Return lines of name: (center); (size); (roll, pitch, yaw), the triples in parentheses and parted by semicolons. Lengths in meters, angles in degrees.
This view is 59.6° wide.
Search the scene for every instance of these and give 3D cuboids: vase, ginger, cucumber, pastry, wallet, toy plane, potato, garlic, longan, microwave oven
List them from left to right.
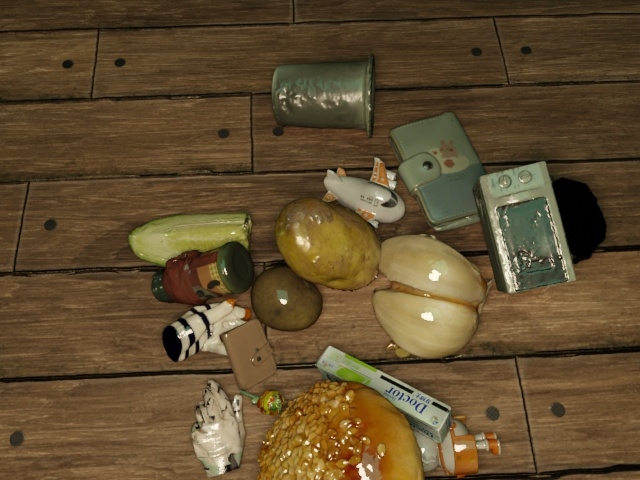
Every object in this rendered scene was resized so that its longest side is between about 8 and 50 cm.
cucumber: (-0.344, -0.001, 1.513); (0.325, 0.145, 0.105); (-3, 30, 1)
wallet: (-0.174, 0.280, 1.385); (0.118, 0.039, 0.152); (-24, 95, -37)
longan: (-0.086, 0.152, 1.417); (0.187, 0.167, 0.167); (17, 68, 4)
potato: (0.000, 0.000, 1.378); (0.229, 0.266, 0.229); (-10, 69, 28)
vase: (0.013, -0.418, 1.634); (0.291, 0.245, 0.245); (1, 67, 6)
pastry: (0.024, 0.491, 1.168); (0.245, 0.409, 0.409); (32, 63, -34)
toy plane: (0.122, -0.126, 1.566); (0.245, 0.117, 0.244); (0, 65, -1)
ginger: (0.218, 0.275, 1.442); (0.097, 0.030, 0.048); (-13, 70, -9)
garlic: (0.273, 0.134, 1.425); (0.313, 0.249, 0.286); (23, 108, 1)
wallet: (0.354, -0.207, 1.626); (0.252, 0.083, 0.360); (-16, 67, -13)
microwave oven: (0.517, -0.028, 1.422); (0.181, 0.237, 0.295); (-14, 84, 11)

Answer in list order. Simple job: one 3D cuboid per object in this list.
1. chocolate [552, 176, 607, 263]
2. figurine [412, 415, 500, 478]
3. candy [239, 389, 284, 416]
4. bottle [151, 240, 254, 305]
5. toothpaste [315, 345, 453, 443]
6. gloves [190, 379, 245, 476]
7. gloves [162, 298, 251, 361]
chocolate: (0.688, -0.046, 1.551); (0.177, 0.206, 0.224); (-4, 70, -51)
figurine: (0.277, 0.475, 1.301); (0.271, 0.143, 0.143); (10, 67, 1)
candy: (-0.148, 0.372, 1.320); (0.060, 0.201, 0.060); (4, 83, -32)
bottle: (-0.307, 0.097, 1.429); (0.271, 0.143, 0.156); (-16, 107, 25)
toothpaste: (0.145, 0.357, 1.316); (0.336, 0.081, 0.067); (21, 61, 32)
gloves: (-0.244, 0.437, 1.327); (0.127, 0.111, 0.212); (-14, 76, -2)
gloves: (-0.278, 0.221, 1.411); (0.219, 0.131, 0.140); (-22, 109, -43)
